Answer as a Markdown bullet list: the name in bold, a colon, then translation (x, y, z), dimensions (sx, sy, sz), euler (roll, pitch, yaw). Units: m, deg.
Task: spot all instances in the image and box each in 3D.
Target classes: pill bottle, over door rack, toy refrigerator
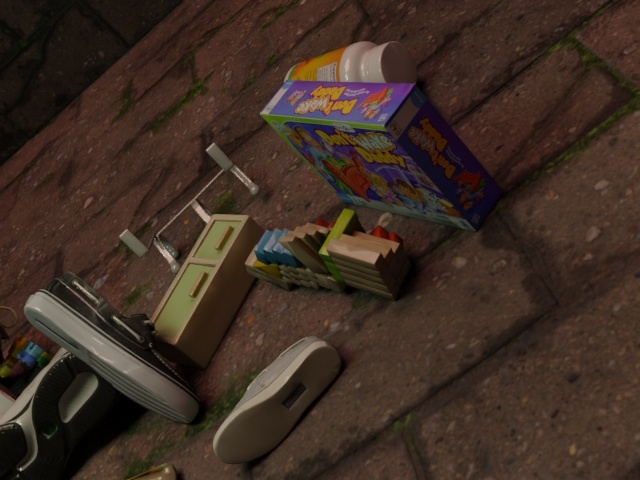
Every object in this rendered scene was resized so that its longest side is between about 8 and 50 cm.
- **pill bottle**: translation (0.057, -0.296, 1.701), dimensions (0.245, 0.136, 0.136), euler (-8, 47, 46)
- **over door rack**: translation (-0.234, -0.052, 1.719), dimensions (0.239, 0.108, 0.324), euler (-45, -1, 0)
- **toy refrigerator**: translation (-0.199, 0.083, 1.596), dimensions (0.102, 0.094, 0.269), euler (4, 56, 44)

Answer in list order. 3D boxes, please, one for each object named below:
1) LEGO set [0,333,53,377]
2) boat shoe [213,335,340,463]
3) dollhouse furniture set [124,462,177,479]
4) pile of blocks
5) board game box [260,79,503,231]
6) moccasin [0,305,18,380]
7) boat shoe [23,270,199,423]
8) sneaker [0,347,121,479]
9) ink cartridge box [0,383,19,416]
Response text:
- **LEGO set**: translation (-0.629, 0.266, 1.925), dimensions (0.227, 0.087, 0.093), euler (9, 60, 55)
- **boat shoe**: translation (-0.067, 0.228, 1.309), dimensions (0.227, 0.079, 0.081), euler (-43, 21, -5)
- **dollhouse furniture set**: translation (-0.278, 0.467, 1.265), dimensions (0.197, 0.151, 0.301), euler (-15, 14, -6)
- **pile of blocks**: translation (0.000, 0.000, 1.412), dimensions (0.362, 0.149, 0.112), euler (0, 54, 51)
- **board game box**: translation (0.084, -0.138, 1.391), dimensions (0.078, 0.233, 0.347), euler (-53, 31, -13)
- **moccasin**: translation (-0.733, 0.206, 1.925), dimensions (0.139, 0.380, 0.147), euler (12, 43, 10)
- **boat shoe**: translation (-0.319, 0.164, 1.471), dimensions (0.119, 0.335, 0.121), euler (-52, -3, -29)
- **sneaker**: translation (-0.496, 0.320, 1.685), dimensions (0.447, 0.169, 0.257), euler (-43, 11, 16)
- **ink cartridge box**: translation (-0.678, 0.366, 1.806), dimensions (0.158, 0.092, 0.218), euler (-55, 15, -15)
